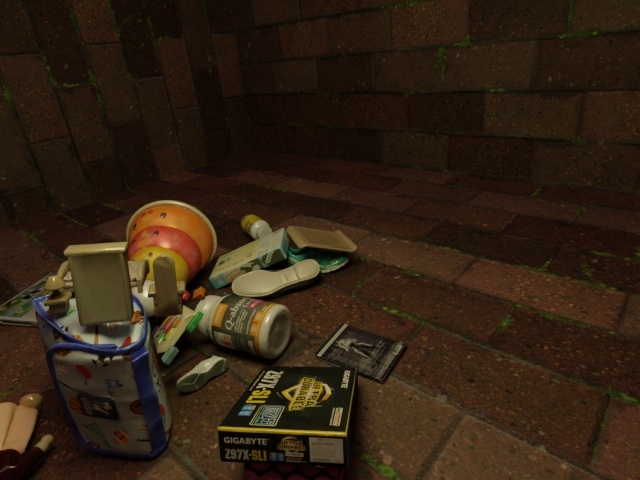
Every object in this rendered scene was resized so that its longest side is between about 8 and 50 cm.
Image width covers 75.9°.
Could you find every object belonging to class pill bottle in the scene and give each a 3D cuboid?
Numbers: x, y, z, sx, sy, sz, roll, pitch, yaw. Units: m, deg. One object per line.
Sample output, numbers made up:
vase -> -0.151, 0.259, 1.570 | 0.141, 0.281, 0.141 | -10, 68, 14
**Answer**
pill bottle -> -0.308, -0.058, 1.997 | 0.103, 0.103, 0.184 | -20, 28, -27
pill bottle -> -0.240, 0.254, 1.257 | 0.278, 0.162, 0.162 | 7, 28, 25

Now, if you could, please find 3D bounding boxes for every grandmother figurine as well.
grandmother figurine -> -0.732, 0.501, 0.929 | 0.207, 0.104, 0.342 | -26, 28, -18

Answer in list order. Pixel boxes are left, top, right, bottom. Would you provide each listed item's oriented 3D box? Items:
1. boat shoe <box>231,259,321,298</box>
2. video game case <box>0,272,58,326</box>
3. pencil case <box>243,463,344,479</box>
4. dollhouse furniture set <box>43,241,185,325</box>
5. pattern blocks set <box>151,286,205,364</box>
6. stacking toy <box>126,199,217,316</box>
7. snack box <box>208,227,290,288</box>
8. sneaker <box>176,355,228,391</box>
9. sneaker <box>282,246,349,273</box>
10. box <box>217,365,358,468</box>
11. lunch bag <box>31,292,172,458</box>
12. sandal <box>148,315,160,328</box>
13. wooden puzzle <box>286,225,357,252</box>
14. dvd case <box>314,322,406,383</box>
boat shoe -> -0.160, 0.160, 1.546 | 0.335, 0.095, 0.112 | -14, 62, -7
video game case -> -1.084, 0.230, 1.648 | 0.300, 0.036, 0.329 | 1, 27, 14
pencil case -> -0.056, 0.468, 0.856 | 0.209, 0.095, 0.098 | -3, 40, 13
dollhouse furniture set -> -0.495, 0.043, 1.029 | 0.303, 0.174, 0.355 | -3, 20, -15
pattern blocks set -> -0.455, 0.263, 1.264 | 0.325, 0.026, 0.285 | -10, 44, 53
stacking toy -> -0.573, 0.096, 1.489 | 0.350, 0.351, 0.480 | -8, 31, -4
snack box -> -0.282, 0.070, 1.655 | 0.322, 0.060, 0.187 | -24, 23, 11
sneaker -> -0.339, 0.376, 1.162 | 0.152, 0.054, 0.061 | -21, 19, -40
sneaker -> -0.021, 0.067, 1.661 | 0.275, 0.110, 0.107 | -3, 25, 6
box -> -0.051, 0.380, 0.929 | 0.257, 0.079, 0.322 | -3, 4, 9
lunch bag -> -0.519, 0.311, 1.006 | 0.385, 0.328, 0.239 | 19, 30, 38
sandal -> -0.592, 0.254, 1.438 | 0.090, 0.060, 0.219 | -9, 22, 24
wooden puzzle -> 0.000, 0.000, 1.655 | 0.238, 0.044, 0.221 | 3, 19, -21
dvd case -> 0.117, 0.323, 1.200 | 0.221, 0.018, 0.164 | 12, 32, 32
